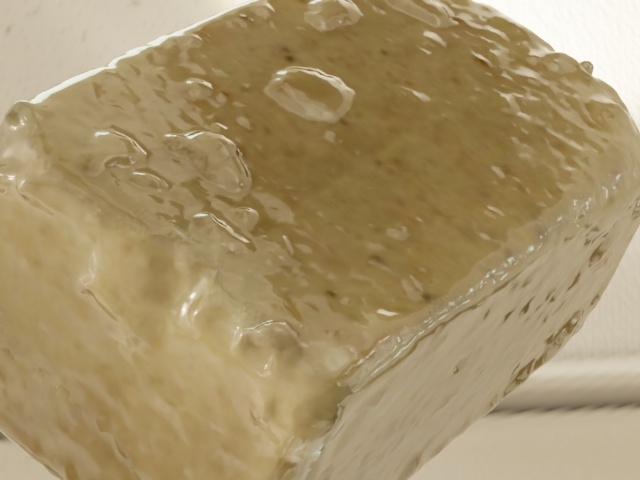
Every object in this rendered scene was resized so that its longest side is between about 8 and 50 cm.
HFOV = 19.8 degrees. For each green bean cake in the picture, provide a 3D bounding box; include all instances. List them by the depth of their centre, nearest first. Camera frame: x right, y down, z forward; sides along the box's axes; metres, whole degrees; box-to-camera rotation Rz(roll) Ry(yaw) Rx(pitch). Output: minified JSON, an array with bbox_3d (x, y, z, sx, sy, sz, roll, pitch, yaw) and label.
[{"bbox_3d":[0.000,0.000,0.466,0.109,0.179,0.085,37,-51,19],"label":"green bean cake"}]
